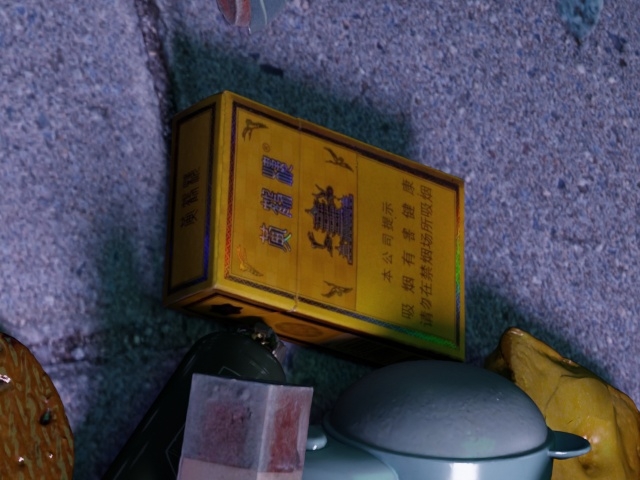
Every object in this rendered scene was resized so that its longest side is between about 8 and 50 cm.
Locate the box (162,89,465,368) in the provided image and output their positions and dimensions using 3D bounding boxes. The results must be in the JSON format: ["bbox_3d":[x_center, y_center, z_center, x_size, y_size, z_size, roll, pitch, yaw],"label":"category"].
[{"bbox_3d":[0.000,0.000,1.830,0.301,0.084,0.193,19,61,-36],"label":"box"}]

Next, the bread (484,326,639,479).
[{"bbox_3d":[0.239,0.197,1.969,0.233,0.088,0.161,28,61,-35],"label":"bread"}]

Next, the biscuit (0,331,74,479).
[{"bbox_3d":[-0.281,0.164,1.543,0.212,0.036,0.212,16,64,-37],"label":"biscuit"}]

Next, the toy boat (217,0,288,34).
[{"bbox_3d":[-0.052,-0.252,1.921,0.122,0.034,0.096,-16,90,-46],"label":"toy boat"}]

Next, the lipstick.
[{"bbox_3d":[-0.077,0.293,1.554,0.076,0.079,0.371,12,84,-62],"label":"lipstick"}]

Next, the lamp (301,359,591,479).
[{"bbox_3d":[0.080,0.188,1.753,0.284,0.209,0.147,-23,108,-21],"label":"lamp"}]

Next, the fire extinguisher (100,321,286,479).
[{"bbox_3d":[-0.105,0.170,1.665,0.114,0.095,0.311,88,27,-46],"label":"fire extinguisher"}]
